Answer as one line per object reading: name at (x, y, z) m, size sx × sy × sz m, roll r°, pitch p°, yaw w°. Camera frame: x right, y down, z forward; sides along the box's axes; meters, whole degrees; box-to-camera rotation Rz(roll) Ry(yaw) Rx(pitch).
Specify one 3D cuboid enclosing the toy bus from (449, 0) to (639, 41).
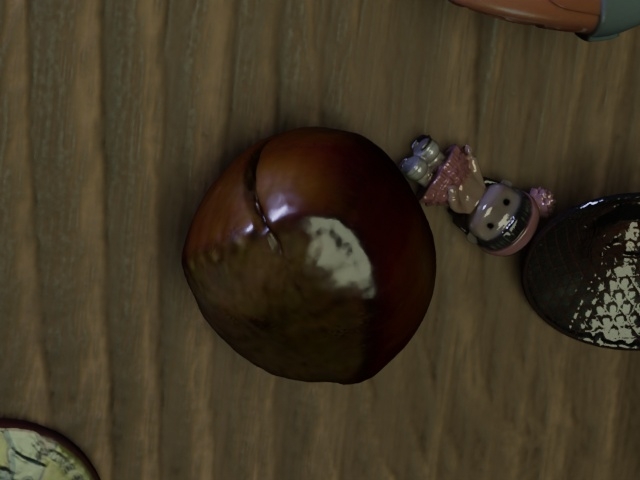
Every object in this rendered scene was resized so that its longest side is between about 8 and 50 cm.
toy bus at (0.166, -0.294, 1.326) m, size 0.232 × 0.194 × 0.287 m, roll -1°, pitch 105°, yaw -2°

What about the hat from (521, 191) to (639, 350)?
hat at (0.263, 0.003, 1.474) m, size 0.193 × 0.082 × 0.193 m, roll 3°, pitch 137°, yaw 3°

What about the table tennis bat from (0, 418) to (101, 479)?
table tennis bat at (-0.298, 0.280, 1.417) m, size 0.200 × 0.038 × 0.310 m, roll 38°, pitch 88°, yaw -19°

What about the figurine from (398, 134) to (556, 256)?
figurine at (0.126, -0.040, 1.441) m, size 0.129 × 0.054 × 0.072 m, roll 35°, pitch 78°, yaw -12°

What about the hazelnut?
hazelnut at (0.000, 0.000, 1.359) m, size 0.208 × 0.208 × 0.208 m, roll -3°, pitch 104°, yaw -14°
